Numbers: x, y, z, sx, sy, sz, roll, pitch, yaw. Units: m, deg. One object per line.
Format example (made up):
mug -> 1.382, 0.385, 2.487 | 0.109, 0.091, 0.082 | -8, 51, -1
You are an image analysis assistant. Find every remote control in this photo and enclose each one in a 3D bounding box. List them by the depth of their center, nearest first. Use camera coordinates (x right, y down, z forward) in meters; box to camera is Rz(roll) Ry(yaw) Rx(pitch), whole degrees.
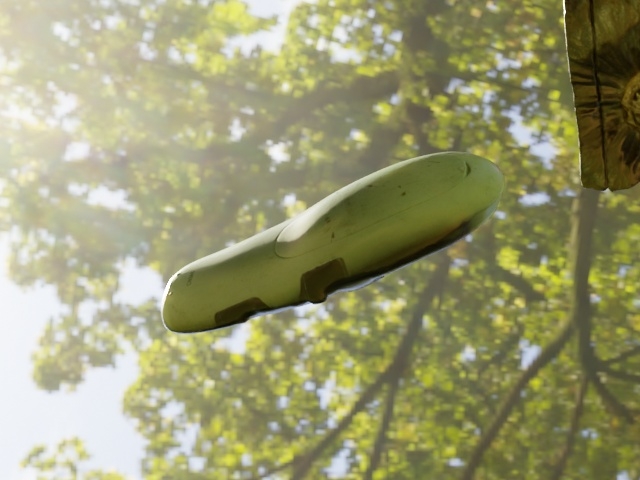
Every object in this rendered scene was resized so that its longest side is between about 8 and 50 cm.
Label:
remote control -> 0.000, 0.002, 0.860 | 0.256, 0.045, 0.097 | -24, -152, 20

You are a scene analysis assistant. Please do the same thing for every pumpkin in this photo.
pumpkin -> 0.275, -0.180, 1.128 | 0.131, 0.126, 0.248 | -6, -109, 6
